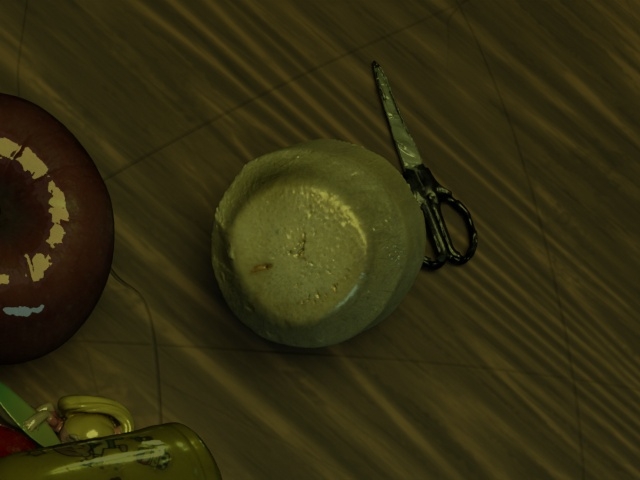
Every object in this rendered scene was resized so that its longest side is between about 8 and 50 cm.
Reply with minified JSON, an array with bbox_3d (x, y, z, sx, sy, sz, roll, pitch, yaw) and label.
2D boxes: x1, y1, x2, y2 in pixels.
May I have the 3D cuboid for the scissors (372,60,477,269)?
[{"bbox_3d":[0.119,-0.104,1.885,0.109,0.022,0.300,-10,72,-26],"label":"scissors"}]

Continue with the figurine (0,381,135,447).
[{"bbox_3d":[-0.298,0.192,1.596,0.187,0.083,0.083,24,63,-6],"label":"figurine"}]

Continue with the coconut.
[{"bbox_3d":[0.000,0.000,1.691,0.237,0.266,0.237,1,94,16],"label":"coconut"}]

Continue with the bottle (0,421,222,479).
[{"bbox_3d":[-0.283,0.290,1.470,0.351,0.171,0.172,-4,70,-34],"label":"bottle"}]

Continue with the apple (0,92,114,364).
[{"bbox_3d":[-0.367,-0.008,1.567,0.305,0.235,0.306,5,70,-14],"label":"apple"}]

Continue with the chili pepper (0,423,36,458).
[{"bbox_3d":[-0.423,0.241,1.511,0.252,0.136,0.144,11,67,-24],"label":"chili pepper"}]
